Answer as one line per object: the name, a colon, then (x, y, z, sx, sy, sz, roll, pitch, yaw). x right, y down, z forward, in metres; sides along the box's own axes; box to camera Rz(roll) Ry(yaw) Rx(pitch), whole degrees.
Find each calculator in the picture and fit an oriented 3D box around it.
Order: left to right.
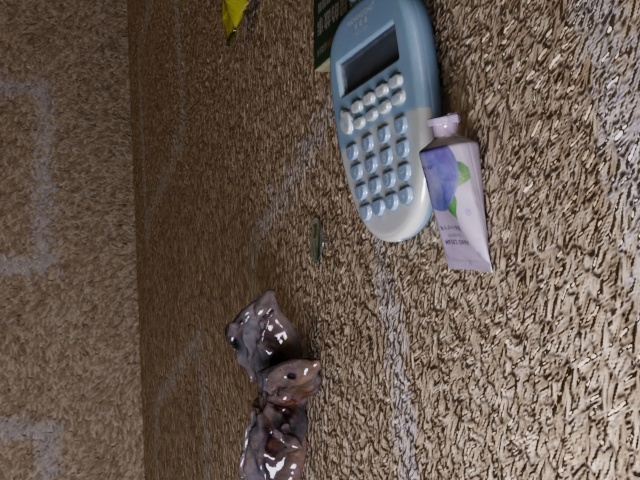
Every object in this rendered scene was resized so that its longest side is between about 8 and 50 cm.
calculator: (0.064, -0.149, 1.078, 0.188, 0.042, 0.303, 158, 108, -65)

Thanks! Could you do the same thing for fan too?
fan: (-0.002, -0.007, 1.366, 0.080, 0.003, 0.060, 124, 143, -59)

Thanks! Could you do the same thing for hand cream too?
hand cream: (0.119, -0.042, 0.937, 0.084, 0.053, 0.142, -176, 78, -71)

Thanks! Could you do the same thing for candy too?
candy: (-0.126, -0.453, 1.655, 0.297, 0.081, 0.187, 130, 140, -62)

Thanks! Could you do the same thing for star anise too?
star anise: (-0.063, 0.199, 1.374, 0.198, 0.110, 0.258, -116, 26, -55)

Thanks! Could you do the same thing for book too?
book: (0.033, -0.352, 1.244, 0.202, 0.027, 0.264, 163, 107, -70)
